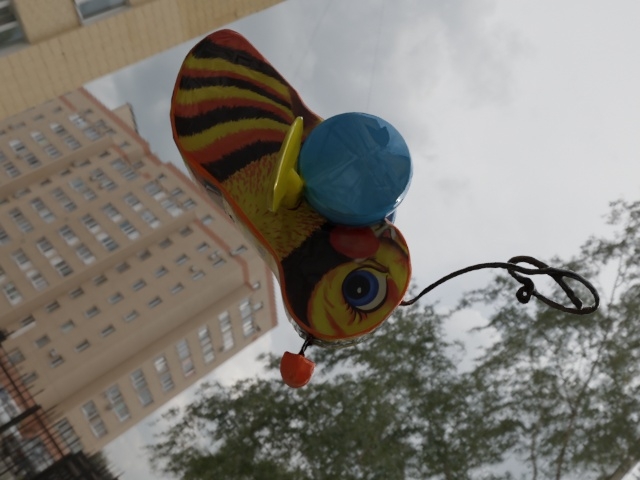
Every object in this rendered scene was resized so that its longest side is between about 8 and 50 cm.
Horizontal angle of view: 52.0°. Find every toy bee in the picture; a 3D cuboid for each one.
[{"bbox_3d":[0.000,0.000,0.411,0.298,0.162,0.195,31,-17,29],"label":"toy bee"}]
